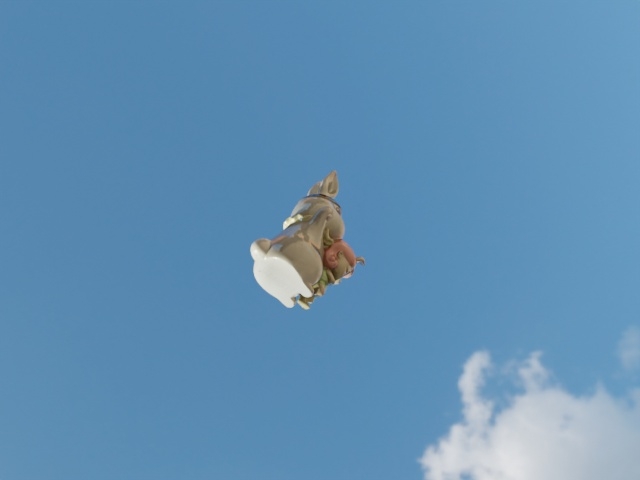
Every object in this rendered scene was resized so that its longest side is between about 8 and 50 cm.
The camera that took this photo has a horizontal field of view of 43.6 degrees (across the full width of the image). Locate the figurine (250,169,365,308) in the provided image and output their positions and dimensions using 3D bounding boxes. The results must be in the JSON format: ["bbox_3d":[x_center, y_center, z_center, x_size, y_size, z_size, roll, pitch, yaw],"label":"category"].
[{"bbox_3d":[-0.006,0.004,0.833,0.146,0.081,0.098,-50,-58,-43],"label":"figurine"}]
